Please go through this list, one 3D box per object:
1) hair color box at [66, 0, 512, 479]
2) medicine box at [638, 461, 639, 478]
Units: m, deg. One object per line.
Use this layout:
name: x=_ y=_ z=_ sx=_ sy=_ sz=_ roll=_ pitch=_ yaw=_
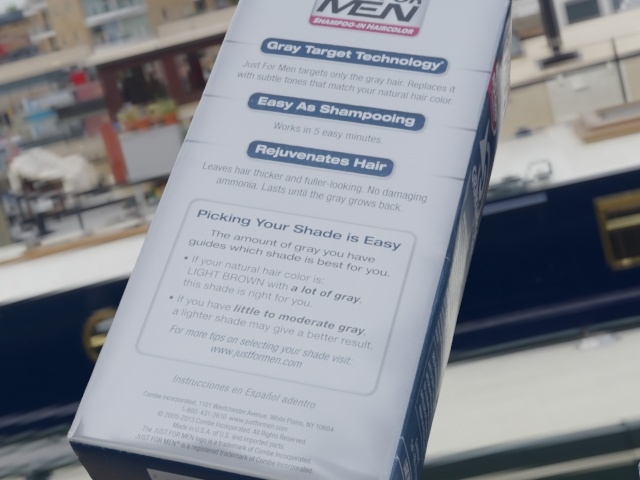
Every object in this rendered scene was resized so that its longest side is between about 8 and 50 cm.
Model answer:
hair color box: x=0.000 y=0.000 z=0.774 sx=0.174 sy=0.105 sz=0.347 roll=9 pitch=59 yaw=14
medicine box: x=0.228 y=0.253 z=0.480 sx=0.149 sy=0.289 sz=0.263 roll=-12 pitch=31 yaw=10
